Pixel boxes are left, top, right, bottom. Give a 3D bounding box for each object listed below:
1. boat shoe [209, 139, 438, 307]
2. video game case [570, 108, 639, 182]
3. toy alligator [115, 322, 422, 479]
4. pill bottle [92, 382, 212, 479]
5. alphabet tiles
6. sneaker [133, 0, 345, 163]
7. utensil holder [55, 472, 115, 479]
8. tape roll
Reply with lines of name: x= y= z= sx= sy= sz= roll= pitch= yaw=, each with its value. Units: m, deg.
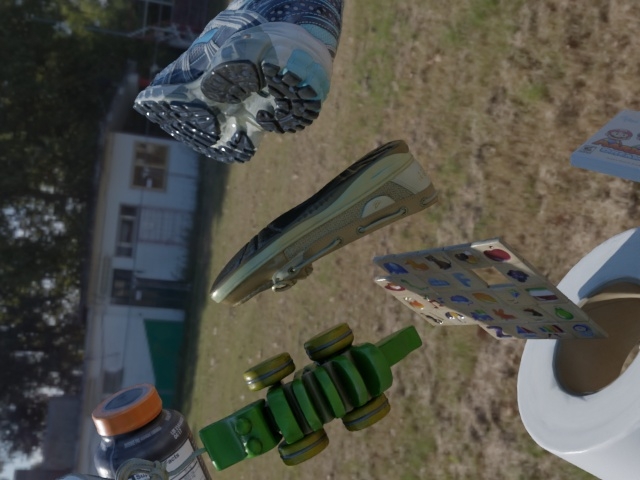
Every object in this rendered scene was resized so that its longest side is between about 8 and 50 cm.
boat shoe: x=0.000 y=-0.001 z=0.432 sx=0.153 sy=0.048 sz=0.056 roll=-37 pitch=13 yaw=1
video game case: x=0.381 y=-0.100 z=0.768 sx=0.157 sy=0.143 sz=0.019 roll=21 pitch=133 yaw=38
toy alligator: x=-0.024 y=0.095 z=0.376 sx=0.056 sy=0.189 sz=0.051 roll=64 pitch=170 yaw=3
pill bottle: x=-0.219 y=0.319 z=0.939 sx=0.130 sy=0.130 sz=0.246 roll=-153 pitch=43 yaw=-74
alphabet tiles: x=0.179 y=0.066 z=0.820 sx=0.237 sy=0.198 sz=0.009 roll=-11 pitch=48 yaw=54
sneaker: x=-0.066 y=-0.149 z=0.614 sx=0.283 sy=0.110 sz=0.122 roll=-2 pitch=61 yaw=55
utensil holder: x=-0.060 y=0.378 z=0.538 sx=0.327 sy=0.385 sz=0.328 roll=-42 pitch=35 yaw=39
tape roll: x=0.351 y=0.128 z=0.787 sx=0.286 sy=0.100 sz=0.286 roll=-57 pitch=11 yaw=17
